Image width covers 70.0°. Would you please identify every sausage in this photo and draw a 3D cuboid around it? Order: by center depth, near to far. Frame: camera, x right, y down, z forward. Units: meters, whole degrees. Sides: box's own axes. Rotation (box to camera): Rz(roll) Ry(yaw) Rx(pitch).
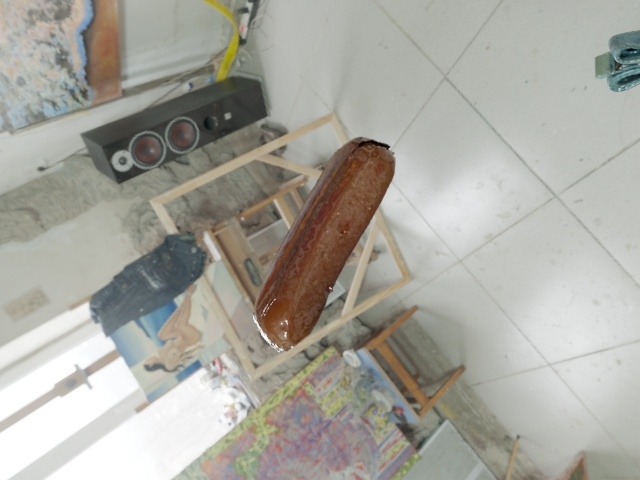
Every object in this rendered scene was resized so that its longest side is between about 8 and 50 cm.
[{"bbox_3d":[0.000,0.000,0.649,0.102,0.330,0.102,28,176,2],"label":"sausage"}]

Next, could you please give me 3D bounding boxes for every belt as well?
[{"bbox_3d":[0.571,-0.304,0.663,0.302,0.072,0.087,-10,140,37],"label":"belt"}]
